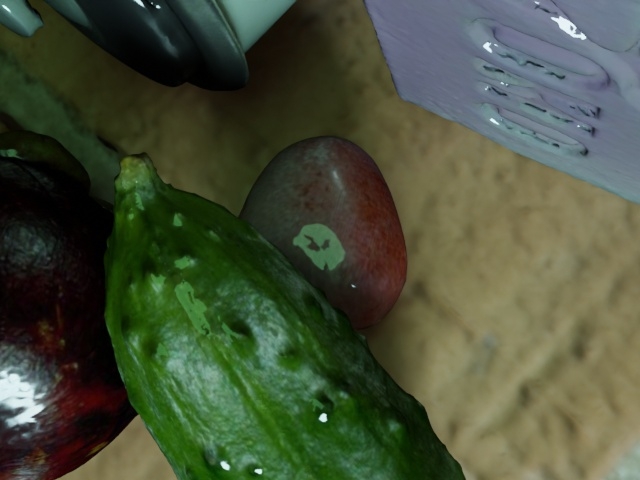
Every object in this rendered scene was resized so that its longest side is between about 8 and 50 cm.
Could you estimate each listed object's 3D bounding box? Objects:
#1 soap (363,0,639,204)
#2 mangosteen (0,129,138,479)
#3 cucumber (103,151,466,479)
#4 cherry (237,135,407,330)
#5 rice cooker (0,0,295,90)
[{"bbox_3d":[0.160,-0.105,0.398,0.285,0.296,0.107,26,86,17],"label":"soap"},{"bbox_3d":[-0.185,0.040,0.493,0.209,0.210,0.210,-2,77,11],"label":"mangosteen"},{"bbox_3d":[-0.034,0.064,0.434,0.134,0.134,0.244,-30,102,4],"label":"cucumber"},{"bbox_3d":[-0.005,-0.001,0.513,0.106,0.087,0.126,-13,78,3],"label":"cherry"},{"bbox_3d":[-0.090,-0.238,0.499,0.316,0.264,0.317,-28,36,23],"label":"rice cooker"}]
